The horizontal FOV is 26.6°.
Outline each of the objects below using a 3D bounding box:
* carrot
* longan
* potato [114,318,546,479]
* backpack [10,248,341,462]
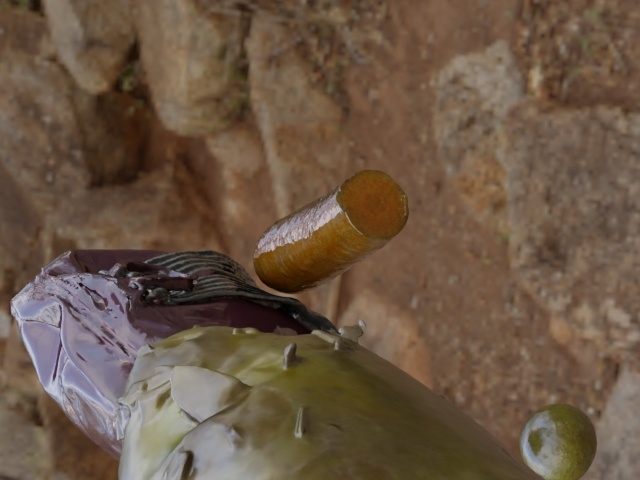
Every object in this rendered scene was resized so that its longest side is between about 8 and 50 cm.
[{"bbox_3d":[0.000,0.000,1.077,0.225,0.067,0.067,147,131,-66],"label":"carrot"},{"bbox_3d":[0.211,0.184,1.186,0.075,0.075,0.083,-96,-15,-71],"label":"longan"},{"bbox_3d":[0.036,0.134,0.467,0.141,0.296,0.192,-50,-25,7],"label":"potato"},{"bbox_3d":[-0.106,0.105,1.121,0.197,0.283,0.317,-54,-37,-7],"label":"backpack"}]
